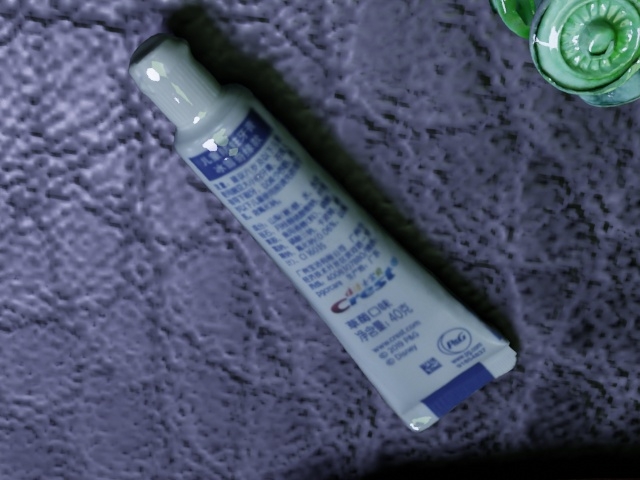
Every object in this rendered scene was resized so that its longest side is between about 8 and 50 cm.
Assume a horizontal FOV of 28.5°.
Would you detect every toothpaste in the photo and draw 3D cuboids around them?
[{"bbox_3d":[0.000,0.000,0.516,0.062,0.037,0.216,-35,117,17],"label":"toothpaste"}]

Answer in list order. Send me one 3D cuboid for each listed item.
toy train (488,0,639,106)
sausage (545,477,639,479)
[{"bbox_3d":[0.091,-0.163,0.405,0.119,0.085,0.251,-20,119,4],"label":"toy train"},{"bbox_3d":[0.114,0.150,0.573,0.326,0.079,0.087,-3,108,1],"label":"sausage"}]
